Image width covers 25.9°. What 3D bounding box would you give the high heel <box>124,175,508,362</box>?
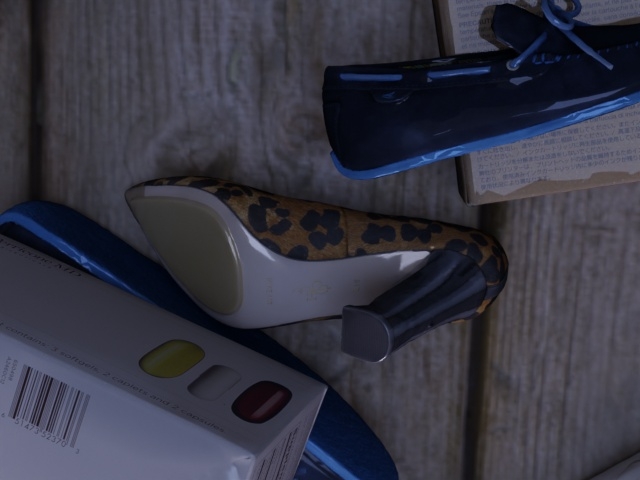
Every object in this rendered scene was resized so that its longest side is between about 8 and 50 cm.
[{"bbox_3d":[0.000,0.000,1.013,0.261,0.186,0.093,26,121,29],"label":"high heel"}]

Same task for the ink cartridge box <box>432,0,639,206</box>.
[{"bbox_3d":[0.200,-0.136,0.966,0.234,0.088,0.193,-8,98,3],"label":"ink cartridge box"}]

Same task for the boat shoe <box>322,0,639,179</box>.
[{"bbox_3d":[0.124,-0.109,0.876,0.258,0.109,0.089,-16,95,3],"label":"boat shoe"}]

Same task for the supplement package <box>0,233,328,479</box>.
[{"bbox_3d":[-0.162,0.144,0.881,0.261,0.145,0.204,23,106,12],"label":"supplement package"}]

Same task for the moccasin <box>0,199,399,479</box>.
[{"bbox_3d":[-0.103,0.105,1.005,0.342,0.137,0.117,36,103,9],"label":"moccasin"}]

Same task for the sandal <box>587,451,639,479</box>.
[{"bbox_3d":[0.257,0.231,1.009,0.416,0.102,0.169,-44,85,7],"label":"sandal"}]
